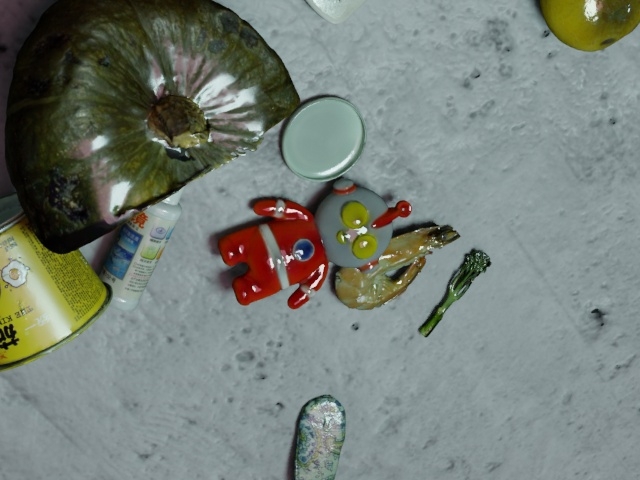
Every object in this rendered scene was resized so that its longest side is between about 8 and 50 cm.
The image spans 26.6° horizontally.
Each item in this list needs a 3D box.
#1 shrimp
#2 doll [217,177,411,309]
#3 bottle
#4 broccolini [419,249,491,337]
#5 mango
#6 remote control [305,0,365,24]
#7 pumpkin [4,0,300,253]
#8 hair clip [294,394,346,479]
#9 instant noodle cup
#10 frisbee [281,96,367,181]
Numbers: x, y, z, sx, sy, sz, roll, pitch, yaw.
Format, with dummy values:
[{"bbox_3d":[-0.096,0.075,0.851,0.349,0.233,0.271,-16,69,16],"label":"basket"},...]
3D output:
[{"bbox_3d":[0.101,0.033,1.739,0.180,0.041,0.099,-28,123,-7],"label":"shrimp"},{"bbox_3d":[0.000,0.000,1.662,0.245,0.076,0.142,-19,104,-7],"label":"doll"},{"bbox_3d":[-0.197,-0.021,1.582,0.060,0.060,0.217,20,106,-29],"label":"bottle"},{"bbox_3d":[0.180,0.072,1.804,0.140,0.030,0.035,-55,157,16],"label":"broccolini"},{"bbox_3d":[0.336,-0.324,1.623,0.137,0.098,0.195,1,110,-18],"label":"mango"},{"bbox_3d":[0.056,-0.334,1.545,0.190,0.029,0.087,-42,122,2],"label":"remote control"},{"bbox_3d":[-0.194,-0.153,1.394,0.325,0.242,0.232,-39,111,-27],"label":"pumpkin"},{"bbox_3d":[-0.008,0.316,1.839,0.066,0.036,0.229,2,114,-16],"label":"hair clip"},{"bbox_3d":[-0.342,0.037,1.494,0.182,0.182,0.144,-27,111,-7],"label":"instant noodle cup"},{"bbox_3d":[0.004,-0.123,1.638,0.110,0.014,0.110,-10,119,-18],"label":"frisbee"}]
